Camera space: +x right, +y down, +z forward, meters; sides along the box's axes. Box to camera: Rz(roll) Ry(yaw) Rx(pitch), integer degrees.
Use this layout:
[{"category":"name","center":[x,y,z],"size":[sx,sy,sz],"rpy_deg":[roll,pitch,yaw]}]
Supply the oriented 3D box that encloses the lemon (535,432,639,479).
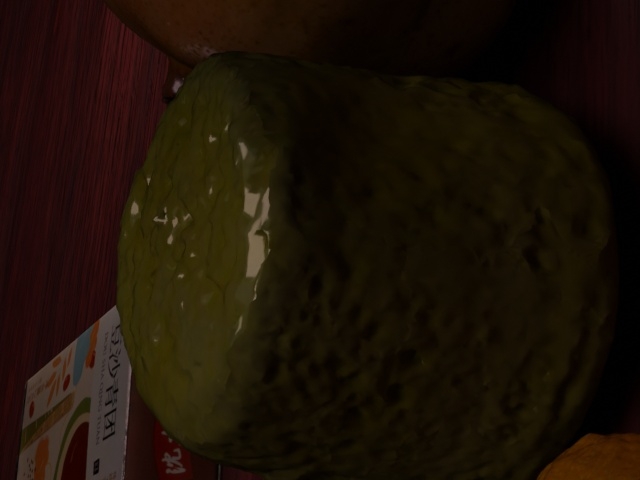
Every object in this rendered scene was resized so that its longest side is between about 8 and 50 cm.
[{"category":"lemon","center":[0.197,0.183,0.735],"size":[0.187,0.142,0.142],"rpy_deg":[2,79,57]}]

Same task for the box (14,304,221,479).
[{"category":"box","center":[-0.259,0.287,1.549],"size":[0.385,0.122,0.344],"rpy_deg":[-36,46,50]}]

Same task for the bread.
[{"category":"bread","center":[0.024,0.026,0.949],"size":[0.348,0.308,0.348],"rpy_deg":[-27,57,53]}]

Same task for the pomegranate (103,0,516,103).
[{"category":"pomegranate","center":[-0.019,-0.274,1.106],"size":[0.417,0.417,0.416],"rpy_deg":[-36,47,51]}]
